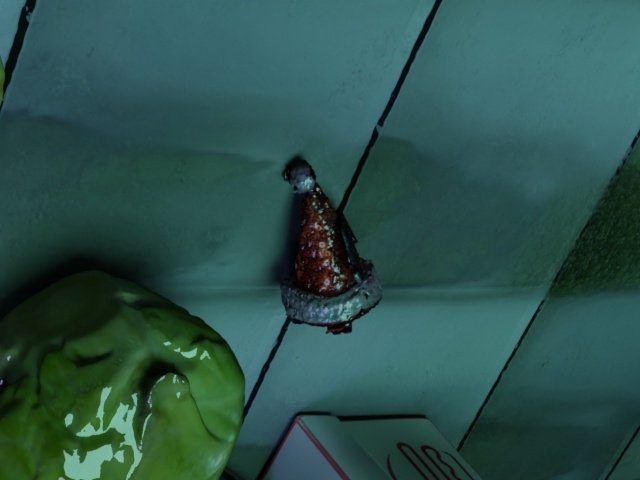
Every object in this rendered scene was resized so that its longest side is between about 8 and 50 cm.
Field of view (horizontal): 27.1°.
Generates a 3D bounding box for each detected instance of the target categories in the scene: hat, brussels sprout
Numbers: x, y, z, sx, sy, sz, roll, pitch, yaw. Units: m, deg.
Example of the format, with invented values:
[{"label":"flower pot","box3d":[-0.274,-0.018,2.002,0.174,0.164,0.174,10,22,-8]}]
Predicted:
[{"label":"hat","box3d":[0.003,-0.002,1.616,0.140,0.129,0.227,-60,144,-52]},{"label":"brussels sprout","box3d":[-0.241,0.200,1.478,0.328,0.247,0.328,-24,127,-37]}]

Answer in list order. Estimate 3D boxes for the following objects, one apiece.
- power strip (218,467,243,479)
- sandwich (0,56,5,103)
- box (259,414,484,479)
[{"label":"power strip","box3d":[-0.176,0.339,1.792,0.105,0.070,0.257,-43,143,-3]},{"label":"sandwich","box3d":[-0.360,-0.093,1.089,0.095,0.249,0.273,-1,126,-39]},{"label":"box","box3d":[0.081,0.466,1.931,0.300,0.312,0.314,7,120,-44]}]
